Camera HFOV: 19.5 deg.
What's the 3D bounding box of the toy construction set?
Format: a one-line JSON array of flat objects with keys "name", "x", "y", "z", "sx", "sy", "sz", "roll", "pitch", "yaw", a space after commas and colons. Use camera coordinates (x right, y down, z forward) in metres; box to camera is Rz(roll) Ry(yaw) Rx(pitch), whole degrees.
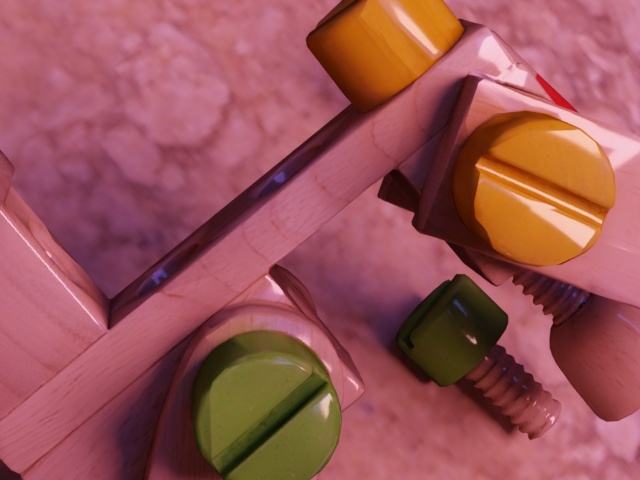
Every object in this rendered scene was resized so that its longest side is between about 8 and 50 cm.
[{"name": "toy construction set", "x": 0.000, "y": 0.000, "z": 0.513, "sx": 0.237, "sy": 0.257, "sz": 0.309, "roll": 44, "pitch": 28, "yaw": -6}]
